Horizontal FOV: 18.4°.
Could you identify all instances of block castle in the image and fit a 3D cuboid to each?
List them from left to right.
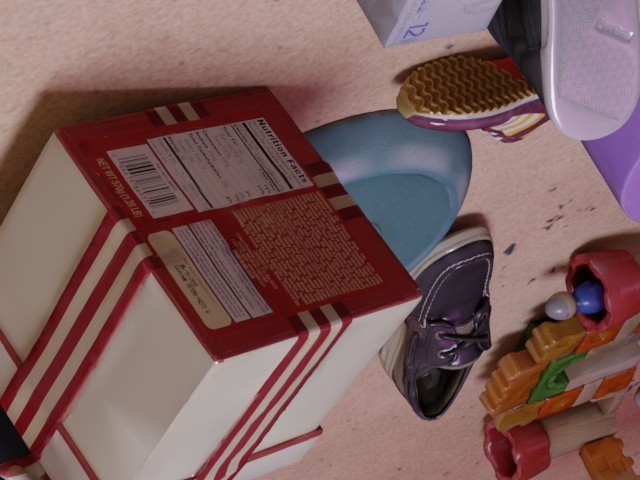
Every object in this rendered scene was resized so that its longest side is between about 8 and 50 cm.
[{"bbox_3d":[0.331,0.222,2.189,0.212,0.303,0.453,-16,152,-21],"label":"block castle"}]

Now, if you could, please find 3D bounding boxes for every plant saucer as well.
[{"bbox_3d":[0.000,0.000,1.746,0.317,0.044,0.317,-22,154,-11],"label":"plant saucer"}]

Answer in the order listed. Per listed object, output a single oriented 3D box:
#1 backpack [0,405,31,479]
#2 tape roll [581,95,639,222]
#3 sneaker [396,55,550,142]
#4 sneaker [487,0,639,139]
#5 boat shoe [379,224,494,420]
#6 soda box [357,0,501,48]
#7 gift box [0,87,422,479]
[{"bbox_3d":[-0.214,0.138,1.677,0.173,0.158,0.117,-44,161,6],"label":"backpack"},{"bbox_3d":[0.378,-0.130,1.820,0.274,0.090,0.275,-23,155,-11],"label":"tape roll"},{"bbox_3d":[0.141,-0.110,1.643,0.185,0.069,0.084,-13,146,-26],"label":"sneaker"},{"bbox_3d":[0.172,-0.233,1.422,0.104,0.147,0.296,-9,119,-18],"label":"sneaker"},{"bbox_3d":[0.129,0.087,1.975,0.103,0.092,0.285,-17,153,-22],"label":"boat shoe"},{"bbox_3d":[0.103,-0.256,1.299,0.091,0.098,0.286,-13,151,-29],"label":"soda box"},{"bbox_3d":[-0.131,0.056,1.486,0.276,0.255,0.258,-11,147,-41],"label":"gift box"}]
